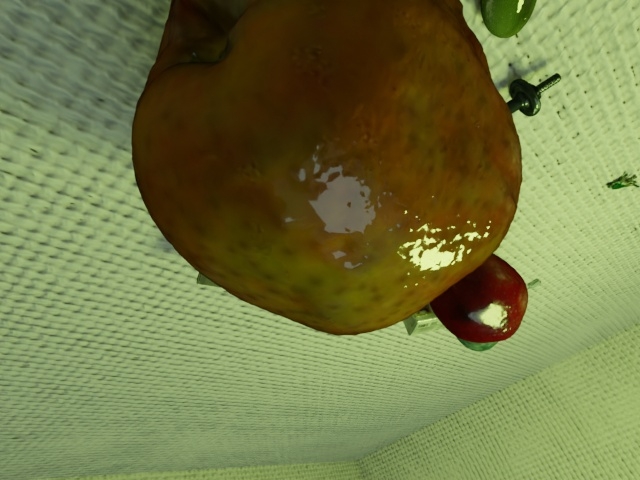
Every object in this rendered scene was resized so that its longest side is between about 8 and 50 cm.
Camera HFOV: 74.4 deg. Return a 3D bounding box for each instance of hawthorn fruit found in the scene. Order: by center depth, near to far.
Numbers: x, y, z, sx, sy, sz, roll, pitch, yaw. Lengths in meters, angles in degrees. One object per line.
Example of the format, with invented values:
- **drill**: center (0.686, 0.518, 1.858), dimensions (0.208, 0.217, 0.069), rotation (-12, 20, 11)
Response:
- **hawthorn fruit**: center (0.013, -0.124, 0.524), dimensions (0.473, 0.471, 0.471), rotation (-12, 142, -10)
- **hawthorn fruit**: center (0.437, 0.145, 1.207), dimensions (0.265, 0.265, 0.307), rotation (-34, 122, 18)

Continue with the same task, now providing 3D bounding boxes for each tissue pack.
- **tissue pack**: center (0.359, 0.243, 1.407), dimensions (0.149, 0.099, 0.106), rotation (-8, 143, -14)

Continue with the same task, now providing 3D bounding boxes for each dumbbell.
- **dumbbell**: center (0.340, -0.240, 0.807), dimensions (0.255, 0.110, 0.110), rotation (-33, 141, 7)

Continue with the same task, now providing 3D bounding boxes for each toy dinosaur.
- **toy dinosaur**: center (0.863, -0.160, 1.196), dimensions (0.120, 0.029, 0.060), rotation (1, 154, -33)

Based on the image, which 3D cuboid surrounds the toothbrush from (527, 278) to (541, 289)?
- **toothbrush**: center (0.704, 0.228, 1.606), dimensions (0.287, 0.020, 0.025), rotation (-39, 130, 23)

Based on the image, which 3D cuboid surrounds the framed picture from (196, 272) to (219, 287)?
- **framed picture**: center (0.000, 0.000, 0.880), dimensions (0.447, 0.028, 0.325), rotation (12, 120, -18)

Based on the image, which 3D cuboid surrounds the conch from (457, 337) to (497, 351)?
- **conch**: center (0.538, 0.265, 1.416), dimensions (0.278, 0.195, 0.220), rotation (-8, 166, -45)

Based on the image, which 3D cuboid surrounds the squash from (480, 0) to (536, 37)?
- **squash**: center (0.270, -0.427, 0.553), dimensions (0.095, 0.094, 0.340), rotation (-16, 145, -4)
